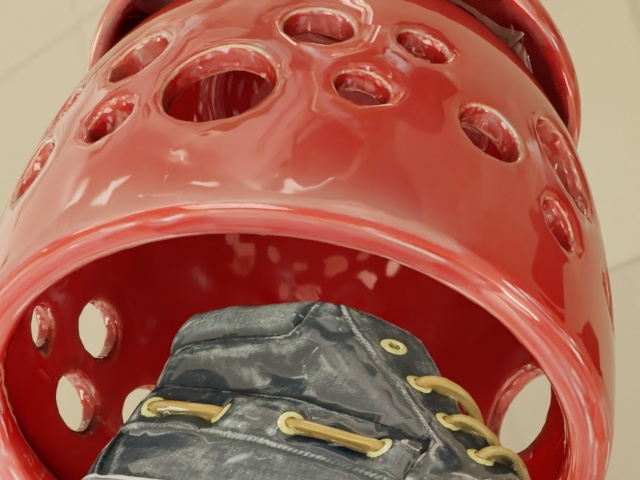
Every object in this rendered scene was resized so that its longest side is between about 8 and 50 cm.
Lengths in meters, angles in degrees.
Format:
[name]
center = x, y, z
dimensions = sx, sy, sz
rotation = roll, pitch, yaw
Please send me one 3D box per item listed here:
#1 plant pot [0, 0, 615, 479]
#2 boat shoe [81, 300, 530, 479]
[plant pot]
center = 0.000, 0.000, 0.592
dimensions = 0.191, 0.191, 0.174
rotation = -43, 24, 40
[boat shoe]
center = 0.027, 0.060, 0.449
dimensions = 0.183, 0.083, 0.065
rotation = 8, 142, 25
